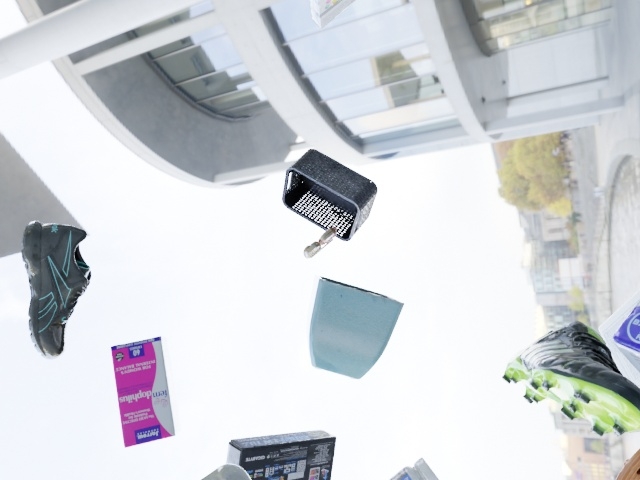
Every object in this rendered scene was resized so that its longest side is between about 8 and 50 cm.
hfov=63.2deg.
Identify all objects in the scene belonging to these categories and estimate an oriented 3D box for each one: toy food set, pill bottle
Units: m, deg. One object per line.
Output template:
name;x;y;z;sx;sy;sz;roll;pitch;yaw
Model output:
toy food set;0.000;0.000;0.913;0.019;0.078;0.122;50;172;5
pill bottle;0.168;0.496;1.022;0.078;0.137;0.078;52;175;6

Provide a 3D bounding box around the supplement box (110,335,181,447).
supplement box;-0.392;0.337;1.175;0.114;0.111;0.220;127;132;-74

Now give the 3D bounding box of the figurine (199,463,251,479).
figurine;-0.089;0.356;0.478;0.215;0.092;0.209;-46;-64;-26

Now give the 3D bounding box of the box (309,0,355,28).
box;0.039;-0.524;1.032;0.038;0.145;0.186;49;178;9

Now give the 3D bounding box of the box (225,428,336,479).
box;-0.105;0.636;1.288;0.295;0.073;0.294;9;-92;-38

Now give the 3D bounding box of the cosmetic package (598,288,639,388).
cosmetic package;0.653;0.163;0.954;0.309;0.113;0.160;84;173;-60

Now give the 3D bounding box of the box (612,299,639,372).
box;0.235;0.030;0.230;0.072;0.126;0.137;40;-93;-19

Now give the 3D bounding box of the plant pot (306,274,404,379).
plant pot;0.072;0.258;1.528;0.247;0.247;0.253;173;113;-86

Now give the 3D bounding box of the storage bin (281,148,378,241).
storage bin;0.017;-0.097;1.106;0.084;0.180;0.122;-48;-17;-37

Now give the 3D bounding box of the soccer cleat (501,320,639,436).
soccer cleat;0.191;0.094;0.388;0.060;0.072;0.179;43;176;6

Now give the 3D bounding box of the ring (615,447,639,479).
ring;0.645;0.492;0.947;0.032;0.336;0.337;-161;58;-72

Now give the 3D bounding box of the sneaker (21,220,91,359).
sneaker;-0.482;0.097;0.962;0.106;0.101;0.268;-2;-72;-20
